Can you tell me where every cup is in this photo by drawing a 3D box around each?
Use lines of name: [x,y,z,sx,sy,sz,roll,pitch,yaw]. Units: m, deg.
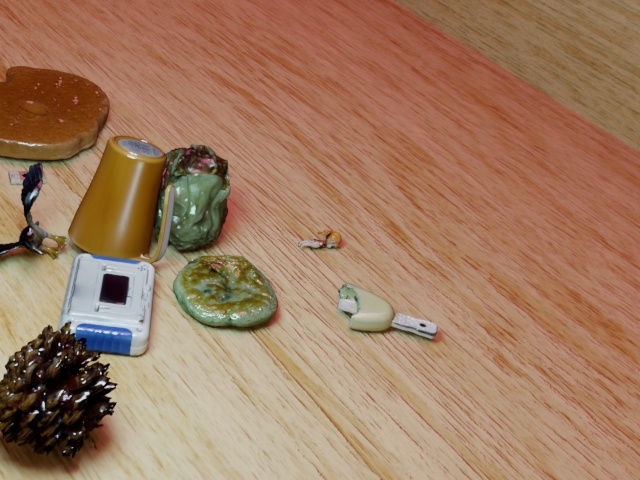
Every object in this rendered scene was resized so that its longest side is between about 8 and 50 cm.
cup: [-0.417,-0.077,1.977,0.226,0.263,0.182,28,20,16]

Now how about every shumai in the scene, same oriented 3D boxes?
shumai: [-0.275,-0.118,2.073,0.189,0.218,0.255,11,58,-28]

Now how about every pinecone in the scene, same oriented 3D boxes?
pinecone: [-0.444,0.261,1.528,0.222,0.221,0.221,10,34,-7]

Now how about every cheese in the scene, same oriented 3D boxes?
cheese: [0.146,0.169,2.019,0.235,0.049,0.127,16,31,0]

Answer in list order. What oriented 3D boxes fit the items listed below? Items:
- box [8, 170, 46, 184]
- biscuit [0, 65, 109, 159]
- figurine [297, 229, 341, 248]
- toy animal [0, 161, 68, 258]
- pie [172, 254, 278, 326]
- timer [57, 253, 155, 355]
box: [-0.708,-0.152,2.186,0.083,0.012,0.046,-3,38,-25]
biscuit: [-0.741,-0.332,2.383,0.350,0.078,0.455,17,33,9]
figurine: [0.000,0.000,2.216,0.109,0.047,0.064,-8,16,-21]
toy animal: [-0.604,-0.015,1.908,0.197,0.272,0.160,31,0,30]
pie: [-0.201,0.109,1.968,0.241,0.054,0.240,9,33,-6]
timer: [-0.430,0.120,1.840,0.178,0.078,0.253,7,34,-12]
